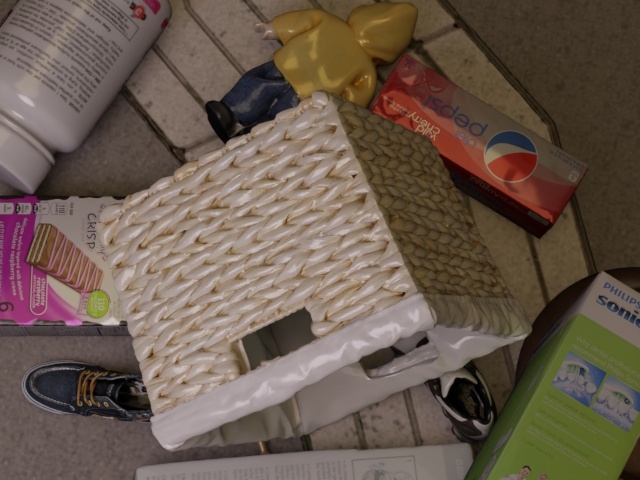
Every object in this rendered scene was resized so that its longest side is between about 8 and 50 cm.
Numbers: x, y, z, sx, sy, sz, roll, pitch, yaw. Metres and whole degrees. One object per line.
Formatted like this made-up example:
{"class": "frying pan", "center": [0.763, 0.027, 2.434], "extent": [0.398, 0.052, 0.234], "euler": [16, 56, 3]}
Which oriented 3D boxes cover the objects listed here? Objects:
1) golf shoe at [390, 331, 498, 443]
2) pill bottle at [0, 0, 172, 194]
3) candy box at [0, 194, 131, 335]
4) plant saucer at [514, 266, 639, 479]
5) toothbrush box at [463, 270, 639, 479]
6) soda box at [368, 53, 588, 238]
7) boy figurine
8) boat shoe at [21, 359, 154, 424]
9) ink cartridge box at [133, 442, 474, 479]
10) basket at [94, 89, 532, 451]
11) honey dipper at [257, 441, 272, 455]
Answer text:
{"class": "golf shoe", "center": [0.146, 0.143, 1.667], "extent": [0.077, 0.094, 0.198], "euler": [-36, 80, -9]}
{"class": "pill bottle", "center": [-0.316, -0.206, 1.688], "extent": [0.160, 0.160, 0.283], "euler": [32, 77, 4]}
{"class": "candy box", "center": [-0.269, 0.030, 1.680], "extent": [0.234, 0.071, 0.159], "euler": [0, 76, -4]}
{"class": "plant saucer", "center": [0.389, 0.178, 1.696], "extent": [0.311, 0.050, 0.310], "euler": [1, 76, -3]}
{"class": "toothbrush box", "center": [0.258, 0.204, 1.527], "extent": [0.122, 0.206, 0.283], "euler": [30, 65, 4]}
{"class": "soda box", "center": [0.186, -0.114, 1.734], "extent": [0.263, 0.083, 0.092], "euler": [32, 77, 4]}
{"class": "boy figurine", "center": [-0.007, -0.210, 1.742], "extent": [0.285, 0.092, 0.177], "euler": [-39, 81, -12]}
{"class": "boat shoe", "center": [-0.256, 0.171, 1.642], "extent": [0.183, 0.083, 0.065], "euler": [9, 76, -1]}
{"class": "ink cartridge box", "center": [-0.007, 0.392, 1.580], "extent": [0.385, 0.091, 0.308], "euler": [-4, 66, -5]}
{"class": "basket", "center": [-0.004, 0.043, 1.520], "extent": [0.328, 0.331, 0.266], "euler": [-27, 73, 21]}
{"class": "honey dipper", "center": [-0.086, 0.188, 1.677], "extent": [0.030, 0.030, 0.160], "euler": [-15, 81, -6]}
